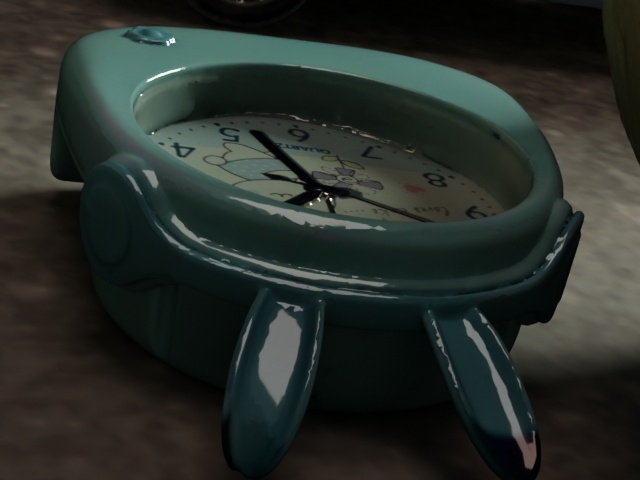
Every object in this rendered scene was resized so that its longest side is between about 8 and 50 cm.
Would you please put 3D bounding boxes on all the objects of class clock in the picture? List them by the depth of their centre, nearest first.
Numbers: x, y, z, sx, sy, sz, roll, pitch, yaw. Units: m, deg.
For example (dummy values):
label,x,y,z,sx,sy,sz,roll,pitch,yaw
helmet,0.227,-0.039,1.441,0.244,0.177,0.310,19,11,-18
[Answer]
label,x,y,z,sx,sy,sz,roll,pitch,yaw
clock,0.000,-0.001,0.376,0.108,0.045,0.147,5,25,-13

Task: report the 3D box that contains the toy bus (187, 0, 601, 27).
label,x,y,z,sx,sy,sz,roll,pitch,yaw
toy bus,0.071,-0.141,0.619,0.292,0.133,0.125,6,24,-13

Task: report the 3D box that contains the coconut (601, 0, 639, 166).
label,x,y,z,sx,sy,sz,roll,pitch,yaw
coconut,0.177,-0.060,0.362,0.259,0.259,0.259,10,23,-4
